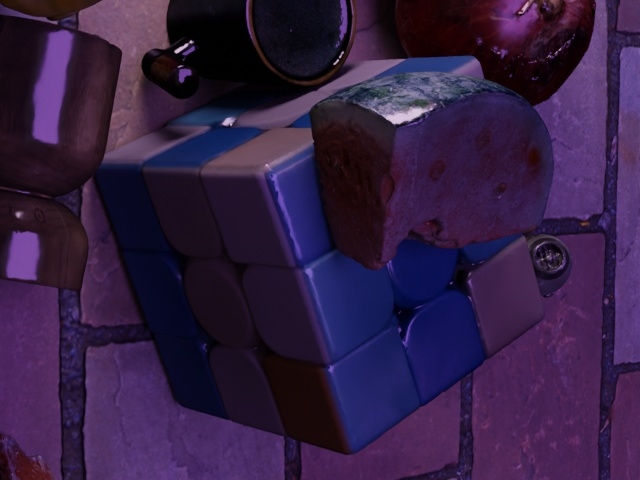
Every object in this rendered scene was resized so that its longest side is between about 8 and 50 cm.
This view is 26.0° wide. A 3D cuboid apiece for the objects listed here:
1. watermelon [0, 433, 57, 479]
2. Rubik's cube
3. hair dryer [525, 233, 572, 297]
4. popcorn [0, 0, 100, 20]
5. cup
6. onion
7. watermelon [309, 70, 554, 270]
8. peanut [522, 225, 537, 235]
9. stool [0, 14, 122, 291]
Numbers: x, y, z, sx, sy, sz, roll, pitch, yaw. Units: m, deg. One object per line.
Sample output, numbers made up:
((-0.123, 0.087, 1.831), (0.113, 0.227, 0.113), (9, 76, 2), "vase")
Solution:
((-0.331, 0.311, 1.568), (0.098, 0.121, 0.158), (-3, 51, -55), "watermelon")
((0.000, 0.000, 1.627), (0.346, 0.347, 0.344), (-32, 113, -35), "Rubik's cube")
((0.240, 0.062, 2.011), (0.229, 0.267, 0.092), (16, 58, -73), "hair dryer")
((-0.312, -0.375, 1.328), (0.334, 0.292, 0.293), (20, 62, -30), "popcorn")
((-0.104, -0.258, 1.623), (0.239, 0.177, 0.166), (-12, 103, -40), "cup")
((0.237, -0.306, 1.875), (0.276, 0.276, 0.276), (-4, 97, -41), "onion")
((0.105, -0.070, 1.424), (0.318, 0.148, 0.226), (28, 93, -52), "watermelon")
((0.215, -0.035, 1.952), (0.274, 0.125, 0.111), (-18, 110, -37), "peanut")
((-0.316, -0.090, 1.453), (0.179, 0.179, 0.264), (11, 86, -41), "stool")
